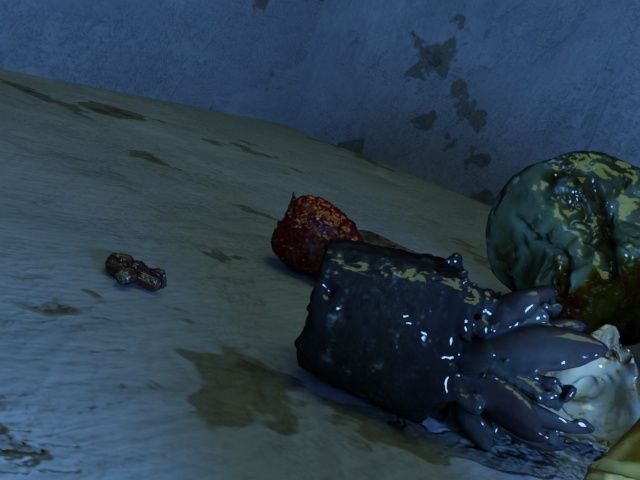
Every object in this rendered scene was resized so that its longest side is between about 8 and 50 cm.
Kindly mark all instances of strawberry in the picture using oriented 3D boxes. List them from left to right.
[{"bbox_3d":[-0.005,-0.004,1.430,0.131,0.131,0.148,11,1,-36],"label":"strawberry"}]

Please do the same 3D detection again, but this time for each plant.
[{"bbox_3d":[0.139,0.110,0.985,0.320,0.182,0.194,15,11,3],"label":"plant"}]

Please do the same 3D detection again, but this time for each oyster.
[{"bbox_3d":[0.338,0.197,1.139,0.161,0.107,0.233,25,30,6],"label":"oyster"}]

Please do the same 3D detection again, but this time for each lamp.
[{"bbox_3d":[-0.228,0.035,1.114,0.063,0.031,0.083,12,8,-34],"label":"lamp"}]

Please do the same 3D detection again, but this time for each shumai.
[{"bbox_3d":[0.503,0.042,1.655,0.397,0.324,0.323,14,25,0],"label":"shumai"}]

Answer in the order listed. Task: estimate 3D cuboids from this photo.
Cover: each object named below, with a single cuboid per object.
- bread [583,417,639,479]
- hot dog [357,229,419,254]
[{"bbox_3d":[0.217,0.218,0.512,0.156,0.204,0.288,20,6,29],"label":"bread"},{"bbox_3d":[0.098,0.045,1.467,0.131,0.069,0.252,-17,26,-28],"label":"hot dog"}]
